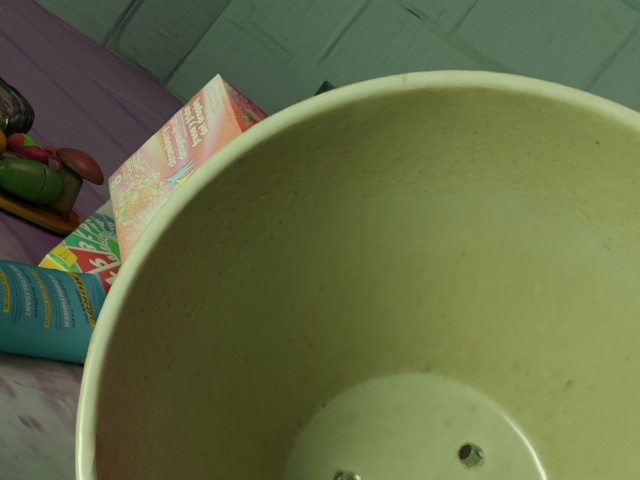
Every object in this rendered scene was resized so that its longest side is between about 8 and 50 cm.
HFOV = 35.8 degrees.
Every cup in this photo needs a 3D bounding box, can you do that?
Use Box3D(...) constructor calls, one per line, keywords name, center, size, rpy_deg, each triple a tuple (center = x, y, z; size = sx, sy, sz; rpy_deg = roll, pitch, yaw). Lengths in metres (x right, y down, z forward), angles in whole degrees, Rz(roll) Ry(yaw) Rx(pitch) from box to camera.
Box3D(name="cup", center=(0.063, 0.117, 0.502), size=(0.331, 0.331, 0.237), rpy_deg=(40, -20, 13))

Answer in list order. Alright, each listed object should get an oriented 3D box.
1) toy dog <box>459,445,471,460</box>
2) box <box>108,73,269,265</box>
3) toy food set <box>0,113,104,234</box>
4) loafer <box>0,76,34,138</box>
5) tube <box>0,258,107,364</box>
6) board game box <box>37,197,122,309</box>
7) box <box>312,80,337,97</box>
Box3D(name="toy dog", center=(0.224, 0.204, 0.814), size=(0.395, 0.285, 0.408), rpy_deg=(24, -2, 28))
Box3D(name="box", center=(-0.050, 0.029, 0.760), size=(0.154, 0.142, 0.300), rpy_deg=(37, 19, -38))
Box3D(name="toy food set", center=(-0.265, -0.071, 0.919), size=(0.128, 0.071, 0.218), rpy_deg=(42, 6, 36))
Box3D(name="loafer", center=(-0.387, -0.177, 1.074), size=(0.170, 0.062, 0.061), rpy_deg=(38, 10, 8))
Box3D(name="tube", center=(-0.182, 0.045, 0.632), size=(0.207, 0.052, 0.080), rpy_deg=(29, 42, -71))
Box3D(name="board game box", center=(-0.152, 0.020, 0.862), size=(0.124, 0.039, 0.259), rpy_deg=(39, 14, -7))
Box3D(name="box", center=(0.000, 0.000, 1.019), size=(0.143, 0.270, 0.165), rpy_deg=(35, 6, -33))
